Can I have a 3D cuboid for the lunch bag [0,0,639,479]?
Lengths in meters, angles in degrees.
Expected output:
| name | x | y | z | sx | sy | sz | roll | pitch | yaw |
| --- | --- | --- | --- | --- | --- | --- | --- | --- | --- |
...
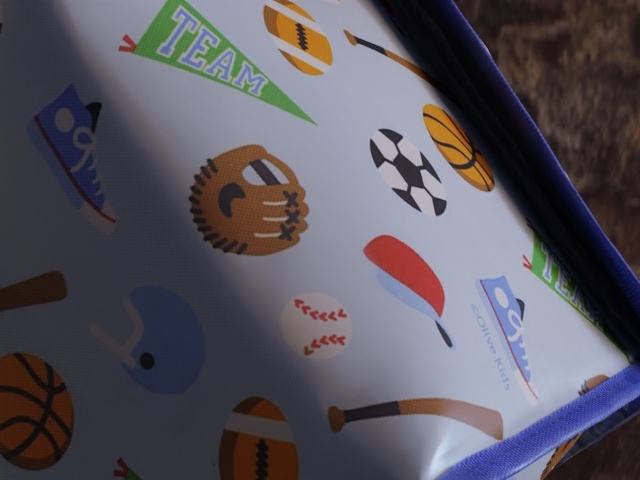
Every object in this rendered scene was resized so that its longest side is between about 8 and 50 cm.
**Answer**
| name | x | y | z | sx | sy | sz | roll | pitch | yaw |
| --- | --- | --- | --- | --- | --- | --- | --- | --- | --- |
| lunch bag | 0.000 | 0.000 | 0.948 | 0.239 | 0.385 | 0.328 | -41 | -103 | 30 |
